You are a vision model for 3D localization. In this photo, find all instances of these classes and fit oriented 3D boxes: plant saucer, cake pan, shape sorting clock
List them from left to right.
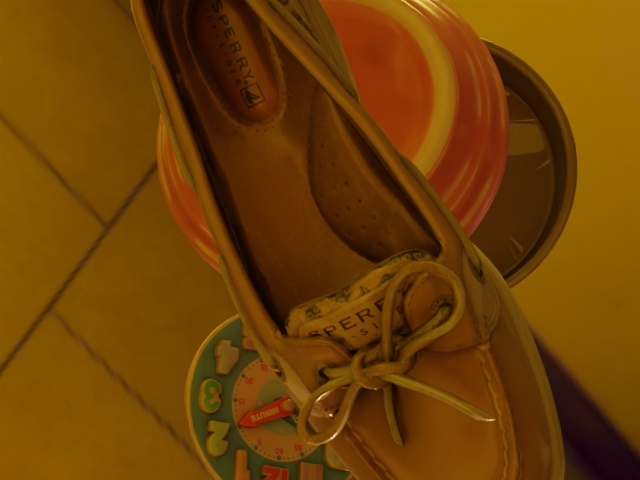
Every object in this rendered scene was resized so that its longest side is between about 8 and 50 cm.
[{"bbox_3d":[-0.039,0.167,1.534,0.206,0.040,0.206,6,76,-27],"label":"shape sorting clock"},{"bbox_3d":[0.005,-0.109,1.398,0.084,0.332,0.332,63,8,-66],"label":"plant saucer"},{"bbox_3d":[0.116,-0.070,1.578,0.293,0.293,0.054,63,0,11],"label":"cake pan"}]

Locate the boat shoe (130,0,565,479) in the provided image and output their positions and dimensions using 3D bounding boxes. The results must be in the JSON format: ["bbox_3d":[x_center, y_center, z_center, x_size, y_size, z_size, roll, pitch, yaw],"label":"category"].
[{"bbox_3d":[0.000,0.000,0.622,0.285,0.104,0.089,58,11,10],"label":"boat shoe"}]
